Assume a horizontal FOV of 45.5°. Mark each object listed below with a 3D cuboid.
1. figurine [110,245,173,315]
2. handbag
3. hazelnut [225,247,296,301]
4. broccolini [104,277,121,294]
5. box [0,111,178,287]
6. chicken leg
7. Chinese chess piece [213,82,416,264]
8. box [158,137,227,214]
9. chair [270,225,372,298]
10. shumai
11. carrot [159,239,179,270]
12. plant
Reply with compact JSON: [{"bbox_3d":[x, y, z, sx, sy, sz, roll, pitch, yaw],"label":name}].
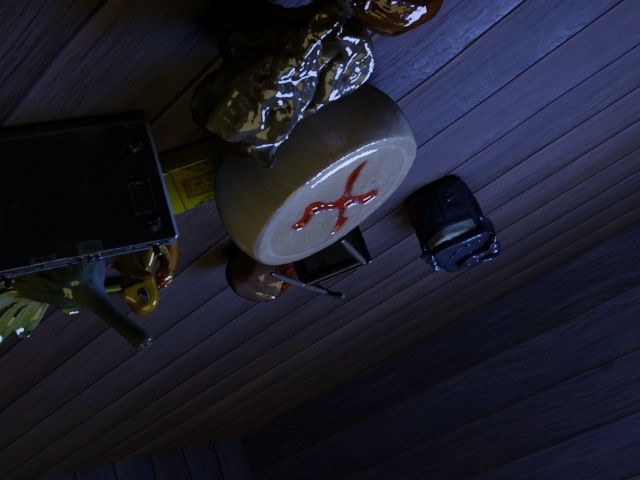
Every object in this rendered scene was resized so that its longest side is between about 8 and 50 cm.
[{"bbox_3d":[-0.312,0.057,1.367,0.121,0.176,0.122,-30,142,28],"label":"figurine"},{"bbox_3d":[0.311,-0.021,1.796,0.181,0.181,0.254,-27,159,12],"label":"handbag"},{"bbox_3d":[-0.128,0.060,1.649,0.154,0.143,0.143,-12,162,12],"label":"hazelnut"},{"bbox_3d":[-0.511,0.121,1.481,0.392,0.074,0.079,-9,163,-28],"label":"broccolini"},{"bbox_3d":[-0.340,-0.057,1.020,0.270,0.211,0.045,-11,170,-24],"label":"box"},{"bbox_3d":[0.022,-0.305,0.934,0.304,0.093,0.113,-5,167,-28],"label":"chicken leg"},{"bbox_3d":[-0.008,-0.106,1.216,0.338,0.140,0.338,-34,162,-12],"label":"Chinese chess piece"},{"bbox_3d":[-0.178,-0.117,1.269,0.278,0.041,0.153,-20,161,-7],"label":"box"},{"bbox_3d":[0.000,0.000,1.544,0.166,0.188,0.272,-25,156,11],"label":"chair"},{"bbox_3d":[-0.043,-0.180,0.927,0.218,0.186,0.184,6,180,35],"label":"shumai"},{"bbox_3d":[-0.292,0.008,1.483,0.037,0.037,0.190,-14,155,-20],"label":"carrot"},{"bbox_3d":[-0.394,0.043,1.083,0.261,0.297,0.306,9,124,-36],"label":"plant"}]
